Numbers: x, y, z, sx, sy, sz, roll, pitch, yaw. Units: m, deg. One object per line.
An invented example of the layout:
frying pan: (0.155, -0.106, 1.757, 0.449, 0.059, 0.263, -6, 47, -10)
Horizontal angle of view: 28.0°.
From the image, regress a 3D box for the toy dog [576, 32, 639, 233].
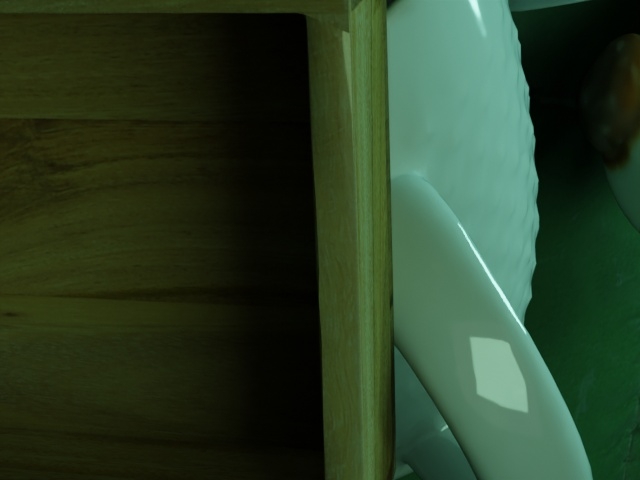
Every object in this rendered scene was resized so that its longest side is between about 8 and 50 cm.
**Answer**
toy dog: (0.384, -0.140, 0.955, 0.408, 0.284, 0.395, -48, 173, -11)

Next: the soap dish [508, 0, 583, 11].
soap dish: (0.235, -0.283, 0.863, 0.291, 0.229, 0.118, -45, 114, -23)

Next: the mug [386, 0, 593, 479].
mug: (0.000, 0.000, 0.634, 0.276, 0.374, 0.328, -33, 136, -10)

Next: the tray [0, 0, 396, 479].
tray: (-0.182, -0.002, 0.459, 0.076, 0.411, 0.202, -63, 153, -65)
